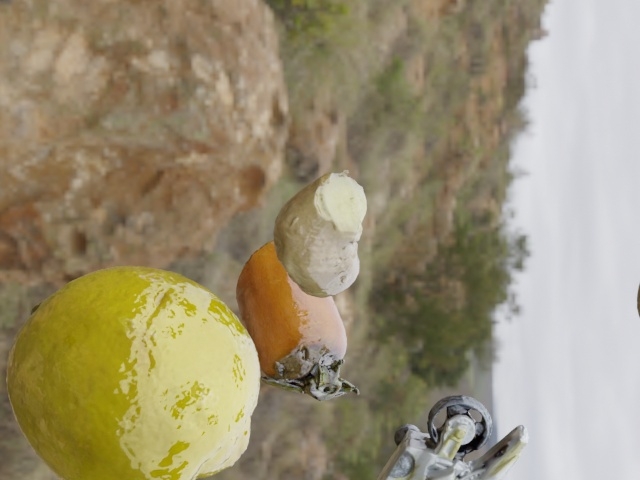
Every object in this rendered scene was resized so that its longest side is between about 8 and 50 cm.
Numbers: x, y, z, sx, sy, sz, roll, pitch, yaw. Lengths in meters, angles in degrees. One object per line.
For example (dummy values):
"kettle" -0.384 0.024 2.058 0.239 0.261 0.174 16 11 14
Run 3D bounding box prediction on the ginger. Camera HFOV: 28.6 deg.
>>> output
"ginger" 0.000 0.000 1.938 0.267 0.152 0.138 100 -26 -61

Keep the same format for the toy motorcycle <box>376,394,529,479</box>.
"toy motorcycle" 0.123 0.263 1.262 0.229 0.151 0.074 -54 -176 16

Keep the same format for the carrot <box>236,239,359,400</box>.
"carrot" -0.053 0.188 2.525 0.214 0.193 0.331 -56 -133 37

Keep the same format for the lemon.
"lemon" -0.252 0.193 1.697 0.348 0.348 0.348 -1 90 -85

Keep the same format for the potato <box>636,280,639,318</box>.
"potato" 0.565 0.072 1.932 0.178 0.160 0.235 -85 162 -44
